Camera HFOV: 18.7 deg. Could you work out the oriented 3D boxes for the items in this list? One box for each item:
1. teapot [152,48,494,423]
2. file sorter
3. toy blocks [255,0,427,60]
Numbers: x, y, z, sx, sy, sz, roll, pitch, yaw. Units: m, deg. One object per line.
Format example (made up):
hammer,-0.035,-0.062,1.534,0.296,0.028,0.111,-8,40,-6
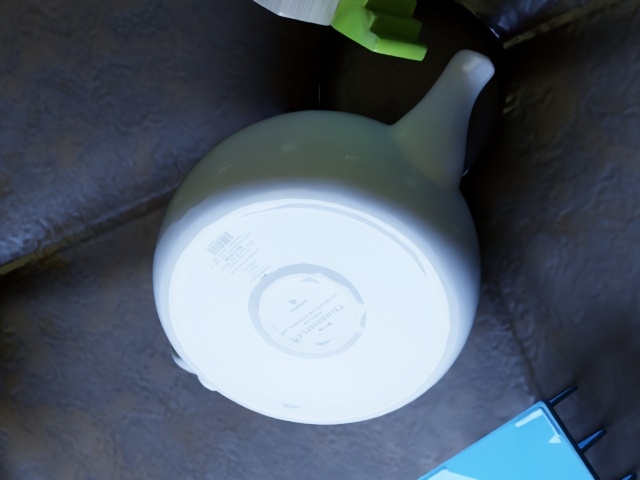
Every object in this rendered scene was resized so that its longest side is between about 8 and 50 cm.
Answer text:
teapot,0.000,0.000,1.425,0.256,0.187,0.253,0,126,8
file sorter,0.177,0.206,1.413,0.118,0.104,0.170,-36,83,24
toy blocks,-0.033,-0.322,1.368,0.381,0.190,0.261,35,111,43
